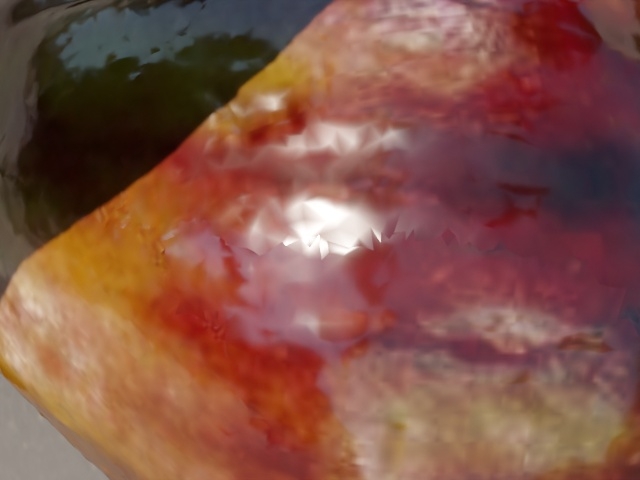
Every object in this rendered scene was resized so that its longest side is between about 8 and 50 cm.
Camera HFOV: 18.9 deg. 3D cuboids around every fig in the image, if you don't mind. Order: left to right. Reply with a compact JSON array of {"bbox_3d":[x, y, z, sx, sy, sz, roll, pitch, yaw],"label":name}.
[{"bbox_3d":[0.012,0.000,0.555,0.263,0.224,0.224,41,65,10],"label":"fig"}]
